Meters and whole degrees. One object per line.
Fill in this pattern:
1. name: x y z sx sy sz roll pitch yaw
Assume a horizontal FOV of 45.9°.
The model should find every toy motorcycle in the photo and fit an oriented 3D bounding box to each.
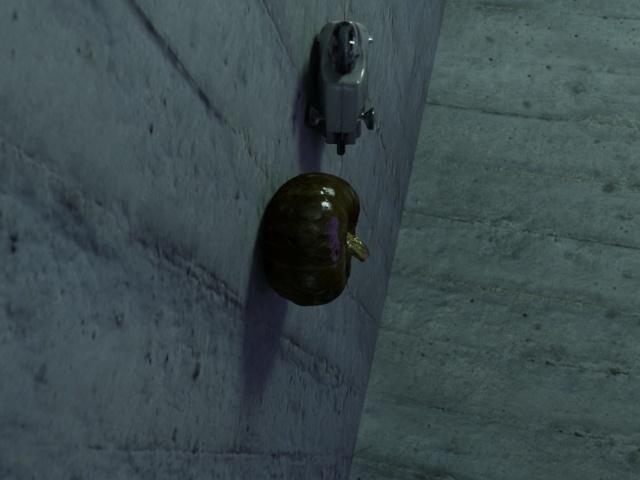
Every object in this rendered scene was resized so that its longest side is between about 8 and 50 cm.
1. toy motorcycle: 0.040 -0.277 1.287 0.260 0.110 0.171 89 5 -53

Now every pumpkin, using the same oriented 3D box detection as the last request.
1. pumpkin: 0.000 0.000 1.185 0.219 0.162 0.219 12 90 -80
